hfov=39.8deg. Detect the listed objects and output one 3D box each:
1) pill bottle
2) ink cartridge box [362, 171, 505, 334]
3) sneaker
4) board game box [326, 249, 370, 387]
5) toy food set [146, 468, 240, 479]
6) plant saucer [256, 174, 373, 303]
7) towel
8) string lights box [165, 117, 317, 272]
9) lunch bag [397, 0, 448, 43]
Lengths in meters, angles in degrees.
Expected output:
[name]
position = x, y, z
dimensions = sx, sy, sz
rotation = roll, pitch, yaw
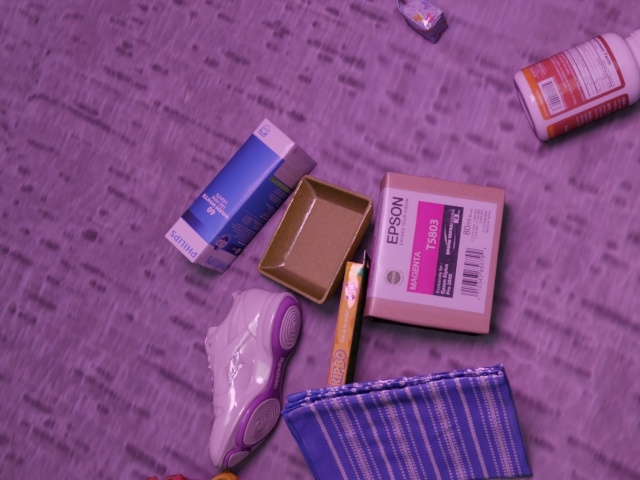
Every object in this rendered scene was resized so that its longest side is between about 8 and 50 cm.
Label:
[pill bottle]
position = 0.423, -0.250, 1.385
dimensions = 0.216, 0.121, 0.121
rotation = -22, 74, 11
[ink cartridge box]
position = 0.179, 0.023, 1.396
dimensions = 0.193, 0.088, 0.235
rotation = 8, 82, -1
[sneaker]
position = -0.133, 0.225, 1.478
dimensions = 0.152, 0.114, 0.305
rotation = 12, 79, 32
[board game box]
position = 0.045, 0.147, 1.416
dimensions = 0.039, 0.124, 0.259
rotation = 11, 82, 9
[toy food set]
position = -0.223, 0.411, 1.456
dimensions = 0.217, 0.128, 0.071
rotation = -13, 49, 15
[plant saucer]
position = 0.000, 0.000, 1.469
dimensions = 0.188, 0.045, 0.188
rotation = 24, 87, 48
[towel]
position = 0.131, 0.299, 1.325
dimensions = 0.336, 0.243, 0.040
rotation = -11, 36, 14
[string lights box]
position = -0.131, -0.071, 1.504
dimensions = 0.077, 0.133, 0.260
rotation = 42, 93, 18
[lunch bag]
position = 0.172, -0.385, 1.508
dimensions = 0.083, 0.071, 0.053
rotation = 38, 93, 20
